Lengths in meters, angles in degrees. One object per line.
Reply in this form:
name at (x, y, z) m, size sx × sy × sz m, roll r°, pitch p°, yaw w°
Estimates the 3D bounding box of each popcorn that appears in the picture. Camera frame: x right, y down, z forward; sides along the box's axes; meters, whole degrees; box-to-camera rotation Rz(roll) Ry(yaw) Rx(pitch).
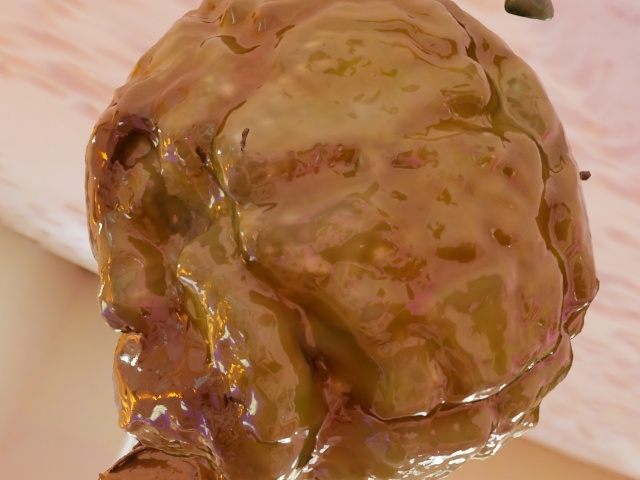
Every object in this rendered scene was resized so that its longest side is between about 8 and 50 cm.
popcorn at (0.006, -0.008, 0.674) m, size 0.247 × 0.282 × 0.282 m, roll -5°, pitch 175°, yaw -12°

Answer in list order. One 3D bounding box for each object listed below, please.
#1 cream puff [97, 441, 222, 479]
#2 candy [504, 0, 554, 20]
cream puff at (-0.081, 0.183, 0.803) m, size 0.133 × 0.119 × 0.104 m, roll 18°, pitch 154°, yaw 32°
candy at (0.131, -0.310, 0.543) m, size 0.119 × 0.440 × 0.119 m, roll 11°, pitch -163°, yaw -3°
